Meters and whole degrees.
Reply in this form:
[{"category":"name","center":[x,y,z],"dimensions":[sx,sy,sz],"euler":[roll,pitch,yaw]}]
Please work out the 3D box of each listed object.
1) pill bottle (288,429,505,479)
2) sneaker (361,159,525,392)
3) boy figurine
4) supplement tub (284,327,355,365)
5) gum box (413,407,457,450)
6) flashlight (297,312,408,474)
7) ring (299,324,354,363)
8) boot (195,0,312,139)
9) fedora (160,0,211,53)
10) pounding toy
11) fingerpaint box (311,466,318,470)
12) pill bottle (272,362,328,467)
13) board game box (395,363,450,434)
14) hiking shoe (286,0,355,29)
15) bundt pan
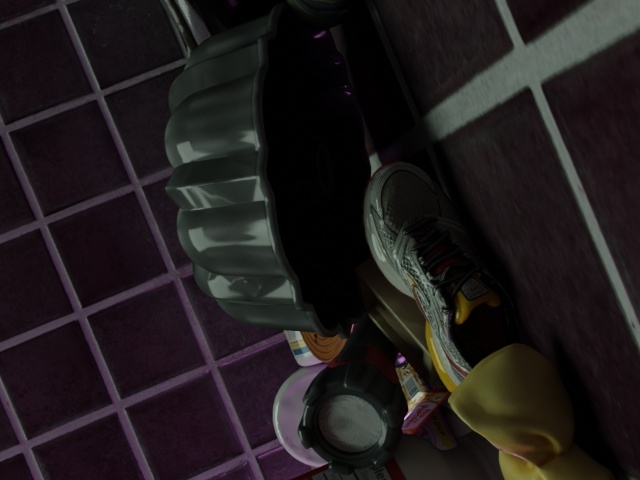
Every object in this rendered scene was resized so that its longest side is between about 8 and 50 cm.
[{"category":"pill bottle","center":[0.036,0.333,1.050],"dimensions":[0.229,0.407,0.229],"euler":[158,90,-83]},{"category":"sneaker","center":[0.114,0.031,0.897],"dimensions":[0.225,0.088,0.093],"euler":[60,165,2]},{"category":"boy figurine","center":[0.188,0.217,0.833],"dimensions":[0.285,0.092,0.177],"euler":[65,174,-19]},{"category":"supplement tub","center":[-0.006,0.083,1.685],"dimensions":[0.144,0.144,0.200],"euler":[159,89,-83]},{"category":"gum box","center":[0.128,0.288,1.459],"dimensions":[0.062,0.107,0.188],"euler":[77,168,-55]},{"category":"flashlight","center":[0.059,0.135,1.117],"dimensions":[0.103,0.103,0.304],"euler":[38,-161,2]},{"category":"ring","center":[0.000,0.000,1.464],"dimensions":[0.336,0.032,0.337],"euler":[175,90,-72]},{"category":"boot","center":[-0.072,-0.234,1.191],"dimensions":[0.348,0.131,0.260],"euler":[41,-148,-81]},{"category":"fedora","center":[-0.172,-0.375,1.571],"dimensions":[0.275,0.124,0.244],"euler":[58,174,7]},{"category":"pounding toy","center":[0.103,0.054,1.032],"dimensions":[0.130,0.100,0.141],"euler":[49,170,20]},{"category":"fingerpaint box","center":[0.105,0.509,2.135],"dimensions":[0.445,0.163,0.371],"euler":[89,157,-67]},{"category":"pill bottle","center":[0.026,0.271,1.819],"dimensions":[0.301,0.169,0.169],"euler":[-23,-90,-80]},{"category":"board game box","center":[0.073,0.200,1.403],"dimensions":[0.193,0.045,0.147],"euler":[-54,47,34]},{"category":"hiking shoe","center":[-0.025,-0.299,0.916],"dimensions":[0.227,0.086,0.114],"euler":[59,165,-4]},{"category":"bundt pan","center":[-0.051,-0.062,1.042],"dimensions":[0.331,0.124,0.331],"euler":[-6,-90,-72]}]
